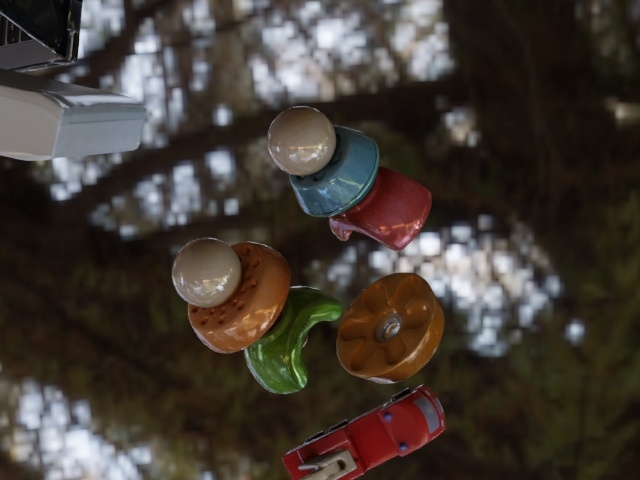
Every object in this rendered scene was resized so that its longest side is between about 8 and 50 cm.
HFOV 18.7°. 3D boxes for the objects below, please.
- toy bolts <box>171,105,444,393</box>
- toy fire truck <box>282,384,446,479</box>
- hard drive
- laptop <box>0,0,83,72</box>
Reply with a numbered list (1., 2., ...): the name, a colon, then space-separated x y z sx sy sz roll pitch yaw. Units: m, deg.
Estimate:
1. toy bolts: 0.000 0.000 1.664 0.218 0.158 0.228 3 -118 46
2. toy fire truck: 0.005 0.185 1.602 0.192 0.047 0.135 -28 179 16
3. hard drive: -0.228 -0.088 1.185 0.203 0.040 0.307 12 -175 2
4. laptop: -0.325 -0.361 1.742 0.236 0.382 0.408 12 169 -43
